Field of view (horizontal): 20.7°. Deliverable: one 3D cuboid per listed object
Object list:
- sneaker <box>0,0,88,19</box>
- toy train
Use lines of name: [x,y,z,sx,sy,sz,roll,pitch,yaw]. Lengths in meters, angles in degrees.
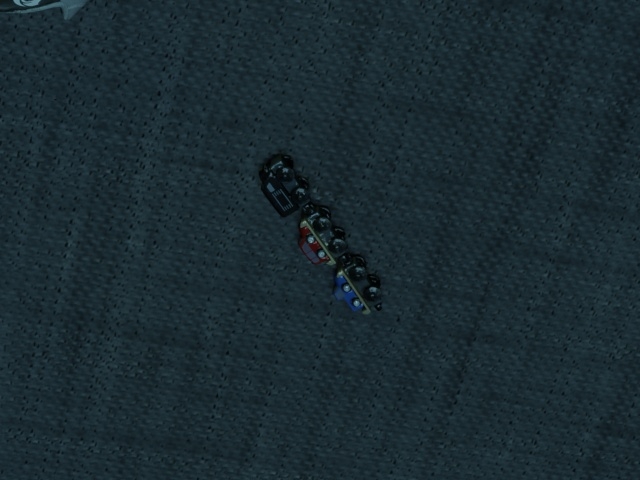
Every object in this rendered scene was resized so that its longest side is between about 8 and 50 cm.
sneaker: [-0.244,-0.234,1.229,0.229,0.086,0.132,37,110,-21]
toy train: [0.000,0.000,1.392,0.036,0.027,0.158,-30,114,14]
